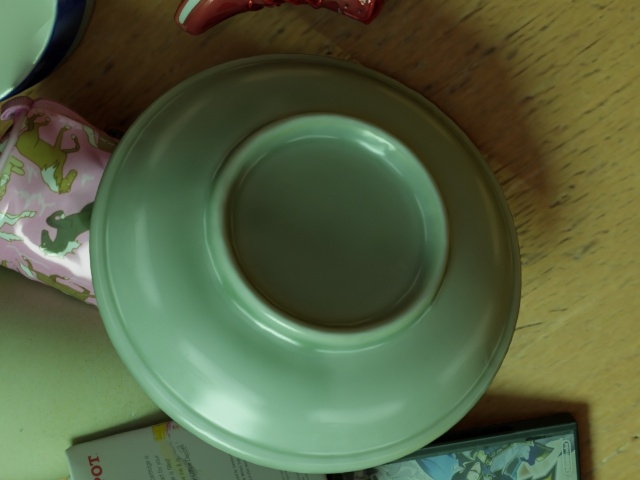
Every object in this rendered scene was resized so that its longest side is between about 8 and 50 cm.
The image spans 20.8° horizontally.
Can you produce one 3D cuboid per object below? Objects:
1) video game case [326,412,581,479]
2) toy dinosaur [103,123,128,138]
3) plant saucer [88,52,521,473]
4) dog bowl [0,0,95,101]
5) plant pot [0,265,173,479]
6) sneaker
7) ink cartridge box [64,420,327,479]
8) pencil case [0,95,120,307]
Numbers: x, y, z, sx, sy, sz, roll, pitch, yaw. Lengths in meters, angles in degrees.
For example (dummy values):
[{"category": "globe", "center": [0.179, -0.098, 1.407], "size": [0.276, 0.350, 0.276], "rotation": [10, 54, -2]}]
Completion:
[{"category": "video game case", "center": [0.141, 0.320, 1.726], "size": [0.248, 0.035, 0.274], "rotation": [-8, 107, -7]}, {"category": "toy dinosaur", "center": [-0.173, -0.095, 1.729], "size": [0.090, 0.047, 0.082], "rotation": [-42, 84, -11]}, {"category": "plant saucer", "center": [0.000, 0.000, 1.539], "size": [0.400, 0.400, 0.100], "rotation": [36, 155, 1]}, {"category": "dog bowl", "center": [-0.356, -0.257, 1.676], "size": [0.265, 0.104, 0.264], "rotation": [4, 108, 13]}, {"category": "plant pot", "center": [-0.267, 0.132, 1.724], "size": [0.274, 0.256, 0.256], "rotation": [5, 109, -6]}, {"category": "sneaker", "center": [-0.023, -0.229, 1.614], "size": [0.221, 0.087, 0.128], "rotation": [-36, 95, 22]}, {"category": "ink cartridge box", "center": [-0.109, 0.280, 1.665], "size": [0.233, 0.171, 0.168], "rotation": [-12, 142, -10]}, {"category": "pencil case", "center": [-0.140, 0.000, 1.642], "size": [0.386, 0.167, 0.160], "rotation": [21, 156, -6]}]
